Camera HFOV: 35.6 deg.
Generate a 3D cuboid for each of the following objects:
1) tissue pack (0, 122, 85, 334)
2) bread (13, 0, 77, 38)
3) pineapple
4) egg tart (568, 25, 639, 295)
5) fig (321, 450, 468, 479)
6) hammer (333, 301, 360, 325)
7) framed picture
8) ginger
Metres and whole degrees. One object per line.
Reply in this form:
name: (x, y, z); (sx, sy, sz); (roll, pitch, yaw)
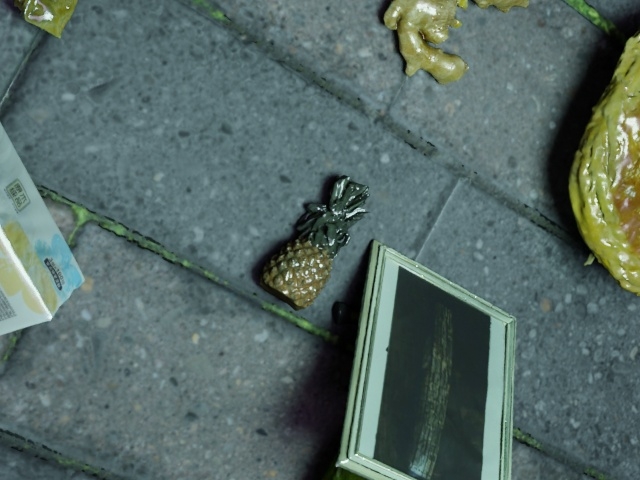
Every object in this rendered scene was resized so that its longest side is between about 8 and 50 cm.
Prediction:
tissue pack: (-0.343, -0.029, 0.940); (0.159, 0.145, 0.229); (-19, 109, 16)
bread: (-0.259, -0.258, 0.960); (0.066, 0.060, 0.110); (24, 91, 4)
pineapple: (0.000, 0.000, 1.113); (0.074, 0.074, 0.159); (40, 77, -24)
egg tart: (0.436, -0.091, 1.224); (0.339, 0.153, 0.351); (-45, 109, -4)
fig: (0.089, 0.272, 1.172); (0.203, 0.203, 0.235); (14, 53, -24)
hammer: (0.106, 0.102, 1.198); (0.201, 0.021, 0.078); (16, 94, -25)
framed picture: (0.133, 0.159, 1.119); (0.231, 0.018, 0.293); (28, 50, -22)
ginger: (0.160, -0.273, 1.132); (0.176, 0.052, 0.193); (7, 99, -29)
